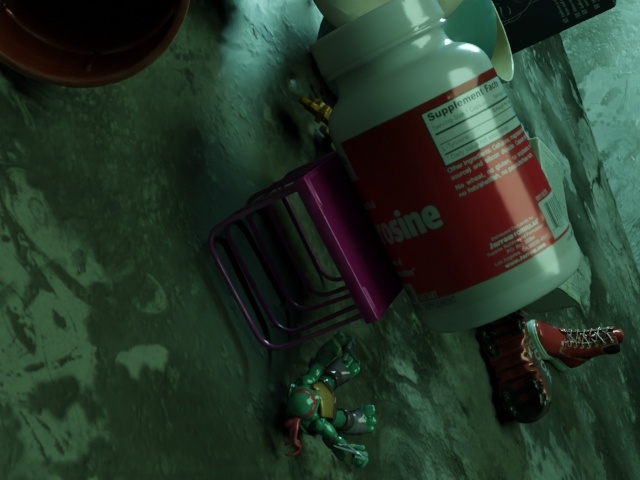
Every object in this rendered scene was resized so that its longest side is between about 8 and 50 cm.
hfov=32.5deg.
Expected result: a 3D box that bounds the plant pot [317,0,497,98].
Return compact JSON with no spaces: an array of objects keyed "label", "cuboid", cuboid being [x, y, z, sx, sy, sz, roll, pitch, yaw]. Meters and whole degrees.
[{"label":"plant pot","cuboid":[0.131,-0.352,1.946,0.235,0.293,0.293,-41,107,-47]}]

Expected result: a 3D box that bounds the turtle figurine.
[{"label":"turtle figurine","cuboid":[0.012,0.210,1.450,0.234,0.118,0.175,22,64,-75]}]

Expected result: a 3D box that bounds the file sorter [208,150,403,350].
[{"label":"file sorter","cuboid":[0.000,0.000,1.515,0.202,0.182,0.291,63,25,-7]}]

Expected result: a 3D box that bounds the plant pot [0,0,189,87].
[{"label":"plant pot","cuboid":[-0.253,-0.347,1.247,0.272,0.272,0.265,57,20,-22]}]

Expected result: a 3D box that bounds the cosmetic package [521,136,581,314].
[{"label":"cosmetic package","cuboid":[0.416,-0.026,2.146,0.160,0.113,0.309,31,52,-56]}]

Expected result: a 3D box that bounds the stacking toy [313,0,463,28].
[{"label":"stacking toy","cuboid":[0.014,-0.542,1.794,0.350,0.350,0.480,42,-4,-42]}]

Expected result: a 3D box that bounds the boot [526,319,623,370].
[{"label":"boot","cuboid":[0.572,0.214,2.447,0.244,0.176,0.088,30,46,-50]}]

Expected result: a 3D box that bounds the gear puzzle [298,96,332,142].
[{"label":"gear puzzle","cuboid":[0.087,-0.149,1.829,0.339,0.044,0.175,35,-1,-33]}]

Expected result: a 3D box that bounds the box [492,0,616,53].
[{"label":"box","cuboid":[0.479,-0.650,2.697,0.293,0.395,0.212,54,28,-28]}]

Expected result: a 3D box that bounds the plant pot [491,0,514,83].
[{"label":"plant pot","cuboid":[0.266,-0.434,2.355,0.284,0.191,0.284,42,37,-41]}]

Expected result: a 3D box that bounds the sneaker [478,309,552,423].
[{"label":"sneaker","cuboid":[0.388,0.235,2.173,0.135,0.098,0.276,33,38,-60]}]

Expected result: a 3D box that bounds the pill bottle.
[{"label":"pill bottle","cuboid":[0.152,-0.105,1.419,0.407,0.229,0.229,63,26,-5]}]
